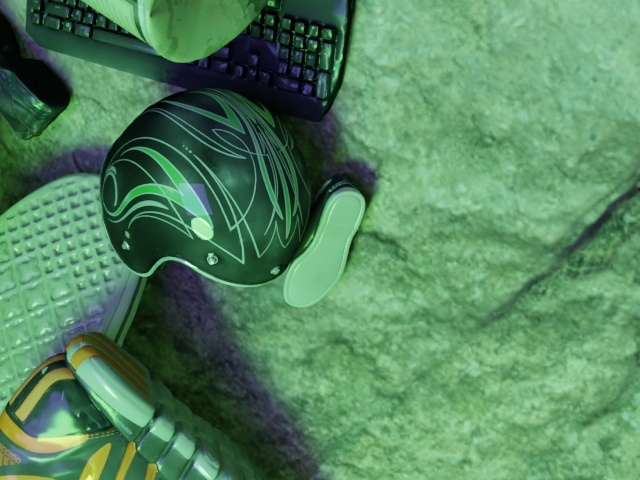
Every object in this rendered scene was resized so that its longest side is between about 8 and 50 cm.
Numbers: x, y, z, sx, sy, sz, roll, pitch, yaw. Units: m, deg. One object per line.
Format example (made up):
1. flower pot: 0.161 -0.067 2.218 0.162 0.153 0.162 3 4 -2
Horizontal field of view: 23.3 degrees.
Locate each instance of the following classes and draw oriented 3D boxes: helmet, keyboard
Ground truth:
1. helmet: -0.089 -0.043 1.288 0.161 0.169 0.169 -8 99 44
2. keyboard: -0.116 -0.229 1.329 0.317 0.033 0.202 16 109 21

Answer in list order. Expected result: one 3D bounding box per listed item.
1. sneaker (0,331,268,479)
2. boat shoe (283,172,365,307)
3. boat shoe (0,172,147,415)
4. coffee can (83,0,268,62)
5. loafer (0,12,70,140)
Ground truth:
1. sneaker: -0.156 0.237 1.355 0.180 0.124 0.321 -43 105 6
2. boat shoe: 0.000 0.000 1.326 0.046 0.038 0.125 10 120 -21
3. boat shoe: -0.292 0.164 1.449 0.186 0.156 0.500 29 98 19
4. coffee can: -0.169 -0.292 1.210 0.275 0.201 0.202 34 115 18
5. loafer: -0.306 -0.165 1.421 0.170 0.062 0.061 50 123 8
